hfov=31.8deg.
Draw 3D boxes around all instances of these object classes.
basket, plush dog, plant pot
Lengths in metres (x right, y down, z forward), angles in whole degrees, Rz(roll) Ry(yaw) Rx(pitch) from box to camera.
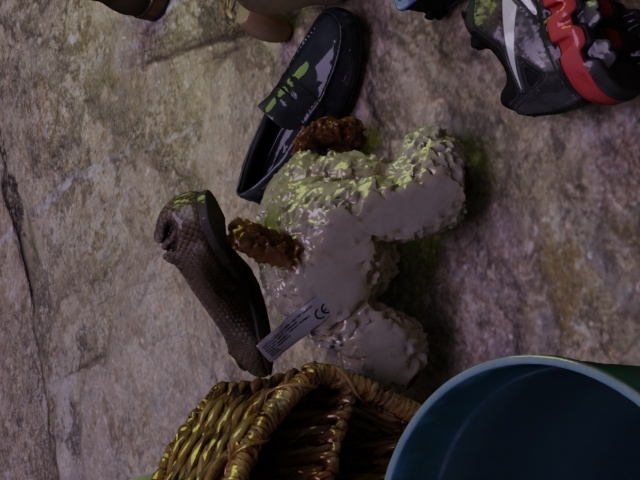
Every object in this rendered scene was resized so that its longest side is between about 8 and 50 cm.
[{"bbox_3d":[-0.001,0.243,0.876,0.223,0.213,0.299,-11,40,28],"label":"basket"},{"bbox_3d":[0.000,0.000,1.056,0.225,0.210,0.263,-137,58,-72],"label":"plush dog"},{"bbox_3d":[0.218,0.205,0.716,0.271,0.255,0.272,-4,85,49],"label":"plant pot"}]

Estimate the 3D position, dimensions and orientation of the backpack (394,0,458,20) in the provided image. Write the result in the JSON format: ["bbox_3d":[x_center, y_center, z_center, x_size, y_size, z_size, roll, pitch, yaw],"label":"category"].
[{"bbox_3d":[0.094,-0.274,1.010,0.105,0.084,0.114,-34,61,41],"label":"backpack"}]

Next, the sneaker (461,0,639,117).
[{"bbox_3d":[0.168,-0.223,0.910,0.135,0.097,0.276,-25,71,44],"label":"sneaker"}]

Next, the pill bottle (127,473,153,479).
[{"bbox_3d":[-0.096,0.422,1.046,0.392,0.224,0.224,44,121,27],"label":"pill bottle"}]

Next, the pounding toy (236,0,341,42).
[{"bbox_3d":[-0.046,-0.326,1.122,0.155,0.154,0.270,53,126,36],"label":"pounding toy"}]

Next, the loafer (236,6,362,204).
[{"bbox_3d":[-0.023,-0.132,1.145,0.076,0.078,0.223,44,121,40],"label":"loafer"}]

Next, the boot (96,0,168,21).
[{"bbox_3d":[-0.219,-0.377,1.363,0.082,0.106,0.219,38,117,43],"label":"boot"}]

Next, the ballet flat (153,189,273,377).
[{"bbox_3d":[-0.092,0.046,1.010,0.058,0.250,0.084,-14,52,5],"label":"ballet flat"}]
